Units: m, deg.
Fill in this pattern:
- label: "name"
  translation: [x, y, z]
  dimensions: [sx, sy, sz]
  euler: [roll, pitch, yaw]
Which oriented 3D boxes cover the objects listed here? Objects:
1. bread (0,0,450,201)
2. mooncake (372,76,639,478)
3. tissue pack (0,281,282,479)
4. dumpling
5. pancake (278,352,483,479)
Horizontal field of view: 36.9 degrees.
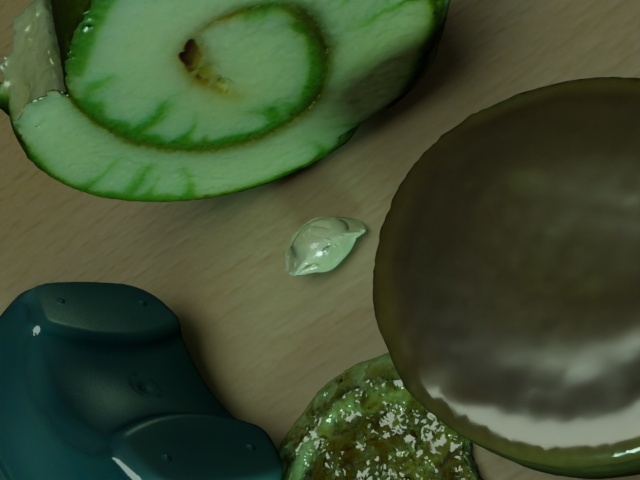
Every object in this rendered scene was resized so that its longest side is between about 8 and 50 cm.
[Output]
- label: "bread"
  translation: [-0.089, -0.171, 0.787]
  dimensions: [0.382, 0.366, 0.129]
  euler: [-18, 67, 1]
- label: "mooncake"
  translation: [0.191, 0.031, 0.692]
  dimensions: [0.284, 0.155, 0.284]
  euler: [-10, 64, 22]
- label: "tissue pack"
  translation: [-0.186, 0.190, 0.835]
  dimensions: [0.287, 0.198, 0.206]
  euler: [44, 113, 34]
- label: "dumpling"
  translation: [-0.001, 0.000, 0.884]
  dimensions: [0.077, 0.043, 0.059]
  euler: [-48, 37, 13]
- label: "pancake"
  translation: [0.060, 0.214, 0.786]
  dimensions: [0.254, 0.037, 0.253]
  euler: [-8, 71, 25]
